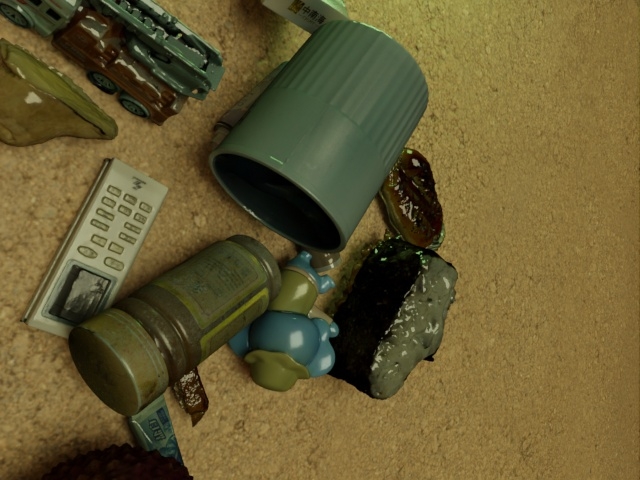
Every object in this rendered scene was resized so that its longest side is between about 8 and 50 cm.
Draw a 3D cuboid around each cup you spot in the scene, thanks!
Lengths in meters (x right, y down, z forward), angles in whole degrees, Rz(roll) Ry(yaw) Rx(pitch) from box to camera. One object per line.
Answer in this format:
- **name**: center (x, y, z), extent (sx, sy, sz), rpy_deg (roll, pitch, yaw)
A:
- **cup**: center (0.004, 0.001, 1.134), extent (0.102, 0.074, 0.099), rpy_deg (-32, 113, -34)
- **cup**: center (0.020, -0.159, 0.959), extent (0.311, 0.257, 0.331), rpy_deg (-57, 147, -18)

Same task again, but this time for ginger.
- **ginger**: center (-0.388, -0.175, 0.794), extent (0.193, 0.115, 0.122), rpy_deg (33, 94, -44)

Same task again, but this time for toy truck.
- **toy truck**: center (-0.305, -0.321, 0.781), extent (0.338, 0.185, 0.132), rpy_deg (38, 69, -36)

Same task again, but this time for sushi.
- **sushi**: center (0.149, 0.168, 1.194), extent (0.348, 0.208, 0.234), rpy_deg (-57, 137, -15)
- **sushi**: center (-0.231, 0.263, 0.972), extent (0.055, 0.052, 0.120), rpy_deg (-21, 110, -18)

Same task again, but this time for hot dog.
- **hot dog**: center (0.223, -0.087, 1.309), extent (0.163, 0.082, 0.270), rpy_deg (-43, 119, -28)

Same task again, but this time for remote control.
- **remote control**: center (-0.343, 0.016, 0.858), extent (0.103, 0.056, 0.277), rpy_deg (32, 73, -36)

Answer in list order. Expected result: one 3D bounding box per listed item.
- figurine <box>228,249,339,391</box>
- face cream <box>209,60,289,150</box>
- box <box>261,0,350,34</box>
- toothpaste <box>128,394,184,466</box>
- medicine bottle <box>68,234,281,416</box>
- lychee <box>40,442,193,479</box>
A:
- **figurine**: center (-0.049, 0.160, 1.055), extent (0.180, 0.154, 0.261), rpy_deg (39, 72, -23)
- **face cream**: center (-0.114, -0.238, 1.018), extent (0.229, 0.075, 0.075), rpy_deg (-50, 122, -27)
- **box**: center (-0.043, -0.483, 0.990), extent (0.155, 0.067, 0.242), rpy_deg (17, 50, -37)
- **toothpaste**: center (-0.263, 0.401, 0.963), extent (0.069, 0.047, 0.268), rpy_deg (-21, 103, -24)
- **medicine bottle**: center (-0.213, 0.117, 0.882), extent (0.322, 0.151, 0.151), rpy_deg (-37, 116, -45)
- **lychee**: center (-0.301, 0.440, 0.766), extent (0.330, 0.306, 0.305), rpy_deg (4, 90, -52)
